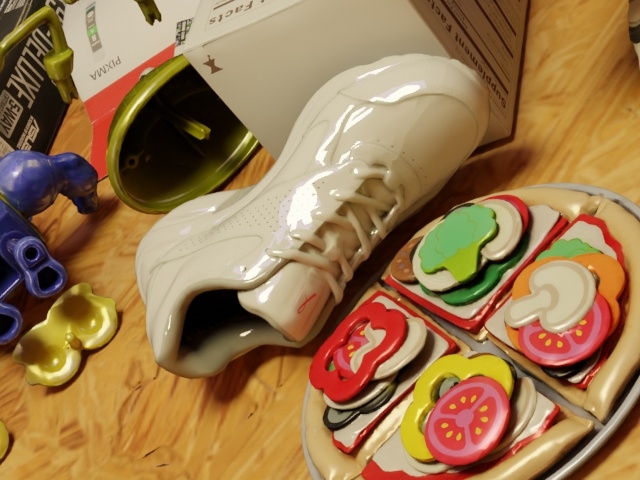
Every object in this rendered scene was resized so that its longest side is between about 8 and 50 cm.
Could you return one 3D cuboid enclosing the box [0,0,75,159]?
[{"bbox_3d":[-0.313,-0.101,1.232,0.242,0.076,0.307,-19,39,31],"label":"box"}]

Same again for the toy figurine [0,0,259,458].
[{"bbox_3d":[-0.226,-0.031,0.971,0.362,0.191,0.217,-48,28,-11],"label":"toy figurine"}]

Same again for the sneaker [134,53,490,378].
[{"bbox_3d":[0.000,0.000,0.784,0.232,0.090,0.115,-39,31,22],"label":"sneaker"}]

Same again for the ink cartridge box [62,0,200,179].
[{"bbox_3d":[-0.114,-0.163,1.119,0.181,0.056,0.224,-30,33,19],"label":"ink cartridge box"}]

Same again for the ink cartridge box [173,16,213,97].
[{"bbox_3d":[-0.040,-0.135,1.003,0.115,0.029,0.063,-15,39,11],"label":"ink cartridge box"}]

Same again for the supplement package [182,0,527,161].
[{"bbox_3d":[0.034,-0.164,0.888,0.139,0.134,0.244,-19,39,31],"label":"supplement package"}]

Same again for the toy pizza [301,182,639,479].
[{"bbox_3d":[0.069,0.045,0.705,0.201,0.032,0.201,-28,35,22],"label":"toy pizza"}]

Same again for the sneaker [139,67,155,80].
[{"bbox_3d":[-0.103,-0.090,1.031,0.083,0.032,0.037,31,82,42],"label":"sneaker"}]

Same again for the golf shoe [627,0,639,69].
[{"bbox_3d":[0.232,-0.115,0.703,0.186,0.067,0.086,-7,73,41],"label":"golf shoe"}]
